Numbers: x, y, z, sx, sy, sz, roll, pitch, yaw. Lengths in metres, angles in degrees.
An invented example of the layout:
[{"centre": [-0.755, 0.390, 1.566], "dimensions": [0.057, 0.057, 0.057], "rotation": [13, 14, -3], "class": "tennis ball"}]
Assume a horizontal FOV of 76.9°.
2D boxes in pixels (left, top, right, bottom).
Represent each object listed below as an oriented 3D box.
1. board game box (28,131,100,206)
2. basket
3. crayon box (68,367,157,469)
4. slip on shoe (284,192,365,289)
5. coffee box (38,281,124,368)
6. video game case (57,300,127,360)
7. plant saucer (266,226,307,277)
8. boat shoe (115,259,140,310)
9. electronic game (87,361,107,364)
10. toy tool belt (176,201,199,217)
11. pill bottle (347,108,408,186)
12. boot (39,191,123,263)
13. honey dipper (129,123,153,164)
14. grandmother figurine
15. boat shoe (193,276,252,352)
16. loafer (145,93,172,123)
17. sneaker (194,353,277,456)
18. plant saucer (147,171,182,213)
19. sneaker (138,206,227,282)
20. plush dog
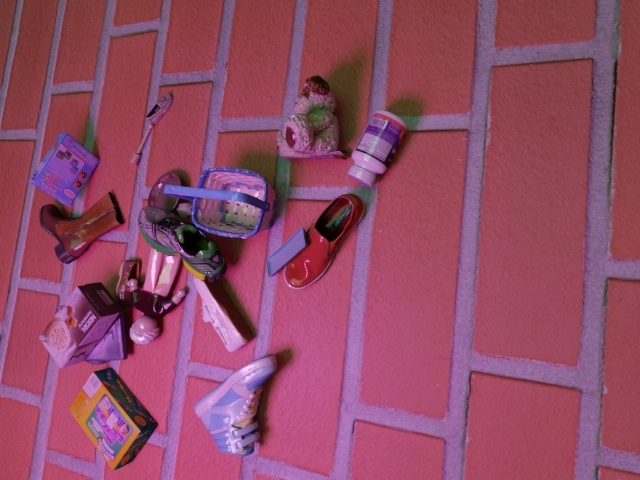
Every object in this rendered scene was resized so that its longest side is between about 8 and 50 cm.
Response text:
[{"centre": [-0.918, -0.255, 1.455], "dimensions": [0.039, 0.160, 0.212], "rotation": [10, 67, 22], "class": "board game box"}, {"centre": [-0.262, -0.112, 1.160], "dimensions": [0.254, 0.289, 0.201], "rotation": [10, 85, 20], "class": "basket"}, {"centre": [-0.692, 0.585, 1.339], "dimensions": [0.278, 0.081, 0.165], "rotation": [38, 97, 20], "class": "crayon box"}, {"centre": [0.000, 0.000, 1.152], "dimensions": [0.123, 0.101, 0.331], "rotation": [41, 99, 18], "class": "slip on shoe"}, {"centre": [-0.783, 0.275, 1.319], "dimensions": [0.141, 0.098, 0.246], "rotation": [46, 104, 12], "class": "coffee box"}, {"centre": [-0.788, 0.315, 1.387], "dimensions": [0.274, 0.026, 0.196], "rotation": [-6, 89, 19], "class": "video game case"}, {"centre": [-0.099, 0.038, 1.180], "dimensions": [0.192, 0.018, 0.067], "rotation": [-41, 45, 37], "class": "plant saucer"}, {"centre": [-0.660, 0.153, 1.392], "dimensions": [0.060, 0.064, 0.178], "rotation": [-5, 79, 21], "class": "boat shoe"}, {"centre": [-0.796, 0.325, 1.428], "dimensions": [0.229, 0.048, 0.229], "rotation": [0, 91, 18], "class": "electronic game"}, {"centre": [-0.435, -0.109, 1.351], "dimensions": [0.083, 0.052, 0.051], "rotation": [-3, 38, 15], "class": "toy tool belt"}, {"centre": [0.153, -0.253, 1.124], "dimensions": [0.108, 0.108, 0.194], "rotation": [29, 94, 21], "class": "pill bottle"}, {"centre": [-0.890, -0.093, 1.494], "dimensions": [0.280, 0.096, 0.264], "rotation": [-36, 67, 9], "class": "boot"}, {"centre": [-0.653, -0.355, 1.474], "dimensions": [0.030, 0.030, 0.161], "rotation": [24, 90, 21], "class": "honey dipper"}, {"centre": [-0.551, 0.172, 1.332], "dimensions": [0.207, 0.104, 0.343], "rotation": [10, 85, 25], "class": "grandmother figurine"}, {"centre": [-0.325, 0.219, 1.243], "dimensions": [0.096, 0.098, 0.277], "rotation": [-40, 73, 10], "class": "boat shoe"}, {"centre": [-0.583, -0.480, 1.458], "dimensions": [0.045, 0.039, 0.125], "rotation": [41, 98, 21], "class": "loafer"}, {"centre": [-0.203, 0.482, 1.154], "dimensions": [0.319, 0.127, 0.208], "rotation": [-42, 69, 20], "class": "sneaker"}, {"centre": [-0.529, -0.151, 1.387], "dimensions": [0.168, 0.029, 0.169], "rotation": [-11, 70, 30], "class": "plant saucer"}, {"centre": [-0.426, -0.021, 1.236], "dimensions": [0.343, 0.146, 0.134], "rotation": [29, 54, 18], "class": "sneaker"}, {"centre": [-0.011, -0.354, 1.159], "dimensions": [0.210, 0.262, 0.226], "rotation": [2, 94, -13], "class": "plush dog"}]
